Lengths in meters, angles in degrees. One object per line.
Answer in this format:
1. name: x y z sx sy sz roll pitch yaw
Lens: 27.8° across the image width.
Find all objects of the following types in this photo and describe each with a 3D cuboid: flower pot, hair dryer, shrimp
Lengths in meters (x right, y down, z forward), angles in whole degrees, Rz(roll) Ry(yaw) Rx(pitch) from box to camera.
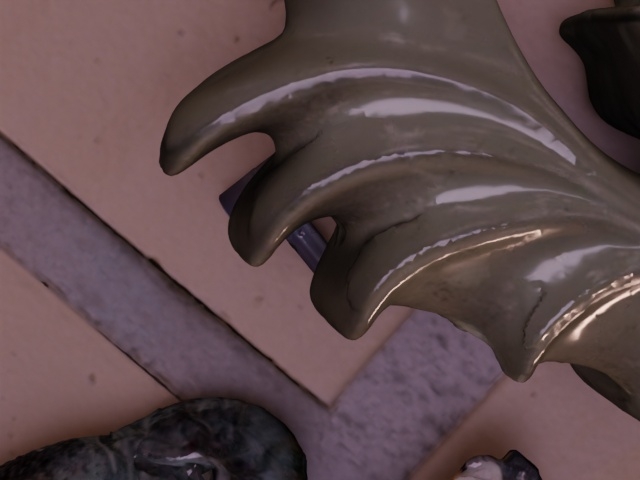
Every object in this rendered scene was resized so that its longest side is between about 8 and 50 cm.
1. flower pot: 0.098 -0.059 0.659 0.367 0.164 0.254 16 95 -10
2. hair dryer: 0.000 0.000 0.748 0.063 0.037 0.114 -36 105 5
3. shrimp: -0.181 0.190 0.709 0.372 0.172 0.137 -30 65 -9

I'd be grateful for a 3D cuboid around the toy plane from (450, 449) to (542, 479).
1. toy plane: 0.127 0.286 0.758 0.204 0.103 0.316 -41 97 6
